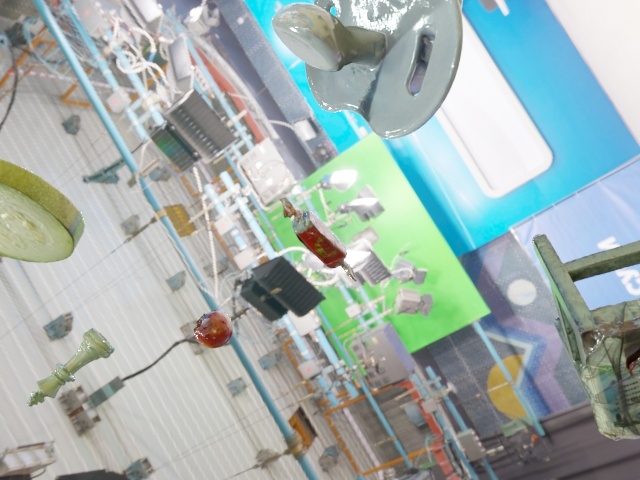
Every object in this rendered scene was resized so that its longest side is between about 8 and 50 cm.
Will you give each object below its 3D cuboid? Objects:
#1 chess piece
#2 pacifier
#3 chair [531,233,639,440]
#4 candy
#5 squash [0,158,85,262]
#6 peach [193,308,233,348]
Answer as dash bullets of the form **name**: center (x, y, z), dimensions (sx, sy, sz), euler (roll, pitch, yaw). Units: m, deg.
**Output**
- **chess piece**: center (-0.420, 0.217, 0.799), dimensions (0.059, 0.149, 0.059), euler (40, 161, 17)
- **pacifier**: center (0.033, -0.251, 0.575), dimensions (0.207, 0.227, 0.279), euler (-12, -145, -35)
- **chair**: center (0.274, 0.098, 0.354), dimensions (0.270, 0.147, 0.136), euler (-85, -30, -54)
- **candy**: center (0.001, -0.001, 1.180), dimensions (0.292, 0.059, 0.086), euler (45, -157, -27)
- **squash**: center (-0.530, -0.050, 0.796), dimensions (0.252, 0.252, 0.049), euler (41, -135, -36)
- **peach**: center (-0.252, 0.217, 1.161), dimensions (0.098, 0.061, 0.098), euler (-11, -75, -44)
